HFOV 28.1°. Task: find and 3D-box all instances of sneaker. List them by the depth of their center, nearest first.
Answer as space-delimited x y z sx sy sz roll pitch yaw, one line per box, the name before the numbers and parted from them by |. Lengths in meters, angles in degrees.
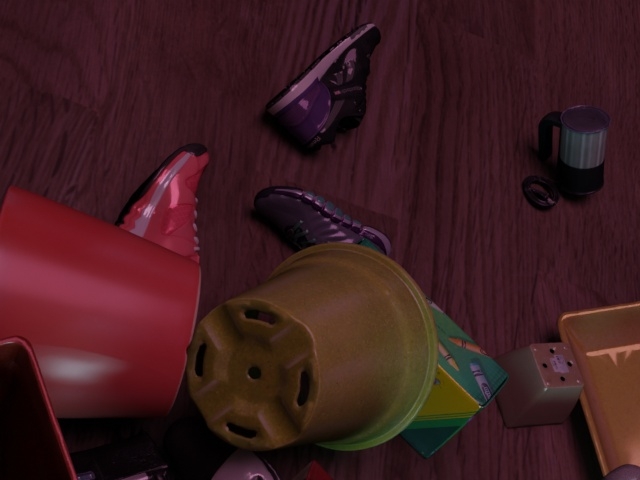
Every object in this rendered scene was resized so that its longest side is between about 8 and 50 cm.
sneaker | -0.098 0.361 1.538 0.330 0.122 0.146 48 47 11
sneaker | -0.218 0.002 1.764 0.136 0.116 0.313 38 54 -13
sneaker | 0.000 0.000 1.886 0.224 0.083 0.098 24 54 -12
sneaker | 0.029 -0.243 2.084 0.124 0.107 0.283 49 51 -8

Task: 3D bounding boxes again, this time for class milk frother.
milk frother | 0.417 -0.140 2.176 0.129 0.134 0.143 11 42 19

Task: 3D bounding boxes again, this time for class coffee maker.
coffee maker | -0.282 0.294 1.508 0.178 0.120 0.171 -7 31 -33

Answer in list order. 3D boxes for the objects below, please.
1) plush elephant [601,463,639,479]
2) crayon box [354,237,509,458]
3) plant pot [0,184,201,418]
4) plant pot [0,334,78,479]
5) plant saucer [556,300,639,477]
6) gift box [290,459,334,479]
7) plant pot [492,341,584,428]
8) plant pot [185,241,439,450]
plush elephant | 0.544 0.458 1.704 0.255 0.272 0.330 -79 149 -53
crayon box | 0.104 0.150 1.773 0.278 0.165 0.081 44 48 7
plant pot | -0.282 0.094 1.522 0.243 0.275 0.274 14 51 -13
plant pot | -0.404 0.287 1.320 0.267 0.236 0.267 -16 75 -26
plant saucer | 0.553 0.248 1.947 0.333 0.081 0.332 -9 59 -5
gift box | -0.043 0.414 1.341 0.255 0.258 0.276 47 8 4
plant pot | 0.326 0.206 1.899 0.109 0.096 0.109 0 57 -28
plant pot | -0.026 0.147 1.572 0.276 0.276 0.254 52 22 13
